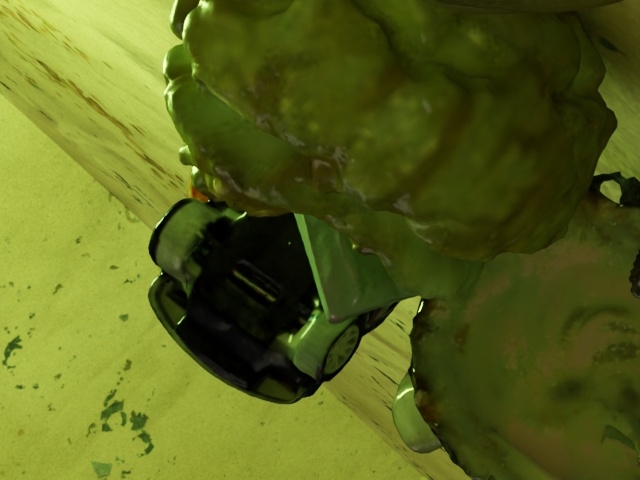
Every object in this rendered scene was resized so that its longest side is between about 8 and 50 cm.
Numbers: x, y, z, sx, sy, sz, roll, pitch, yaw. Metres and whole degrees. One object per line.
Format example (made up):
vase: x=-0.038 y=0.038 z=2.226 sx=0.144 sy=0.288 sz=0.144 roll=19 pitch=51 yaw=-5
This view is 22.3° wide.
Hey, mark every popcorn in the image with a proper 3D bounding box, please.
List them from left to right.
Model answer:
popcorn: x=0.032 y=-0.075 z=0.790 sx=0.221 sy=0.184 sz=0.204 roll=27 pitch=-175 yaw=-6

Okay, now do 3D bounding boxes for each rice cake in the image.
rice cake: x=0.009 y=-0.062 z=0.923 sx=0.042 sy=0.080 sz=0.222 roll=57 pitch=-168 yaw=-66

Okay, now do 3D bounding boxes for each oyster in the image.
oyster: x=0.167 y=0.082 z=0.903 sx=0.259 sy=0.198 sz=0.092 roll=44 pitch=172 yaw=18

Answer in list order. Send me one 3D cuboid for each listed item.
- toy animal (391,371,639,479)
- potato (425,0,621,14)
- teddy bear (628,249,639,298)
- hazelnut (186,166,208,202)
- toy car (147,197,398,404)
toy animal: x=0.246 y=0.175 z=1.081 sx=0.344 sy=0.194 sz=0.302 roll=55 pitch=-164 yaw=13
potato: x=0.052 y=-0.146 z=0.504 sx=0.157 sy=0.157 sz=0.194 roll=41 pitch=-176 yaw=-15
teddy bear: x=0.222 y=0.013 z=0.807 sx=0.119 sy=0.078 sz=0.160 roll=6 pitch=170 yaw=34
hazelnut: x=-0.049 y=-0.033 z=1.478 sx=0.150 sy=0.150 sz=0.150 roll=38 pitch=171 yaw=7
toy car: x=0.000 y=0.000 z=1.156 sx=0.172 sy=0.235 sz=0.158 roll=36 pitch=-177 yaw=22
